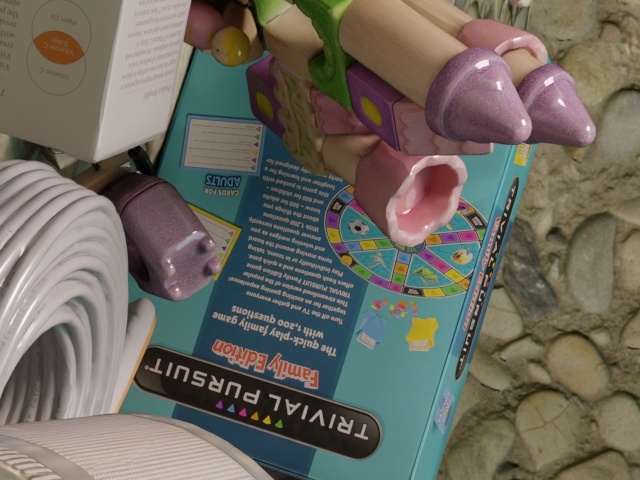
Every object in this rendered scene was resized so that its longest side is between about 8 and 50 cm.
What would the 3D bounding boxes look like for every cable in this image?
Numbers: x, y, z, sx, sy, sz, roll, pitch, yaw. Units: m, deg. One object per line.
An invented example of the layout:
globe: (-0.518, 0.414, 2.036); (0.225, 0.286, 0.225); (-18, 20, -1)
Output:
cable: (-0.185, 0.082, 0.922); (0.257, 0.089, 0.257); (20, 86, -77)

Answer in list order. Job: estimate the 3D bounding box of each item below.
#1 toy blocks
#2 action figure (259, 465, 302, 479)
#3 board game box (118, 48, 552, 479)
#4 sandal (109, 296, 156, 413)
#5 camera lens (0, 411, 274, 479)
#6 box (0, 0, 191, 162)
toy blocks: (0.020, -0.098, 0.942); (0.309, 0.260, 0.289); (-35, 142, -19)
action figure: (-0.053, 0.281, 1.336); (0.341, 0.178, 0.330); (-58, -150, -1)
board game box: (0.000, 0.000, 1.210); (0.079, 0.253, 0.336); (32, 75, -72)
sandal: (-0.149, 0.155, 1.100); (0.102, 0.076, 0.265); (-31, -152, 51)
camera lens: (-0.129, 0.186, 0.695); (0.274, 0.219, 0.219); (7, 99, -68)
box: (-0.132, -0.140, 0.791); (0.091, 0.130, 0.171); (-37, 142, -69)
